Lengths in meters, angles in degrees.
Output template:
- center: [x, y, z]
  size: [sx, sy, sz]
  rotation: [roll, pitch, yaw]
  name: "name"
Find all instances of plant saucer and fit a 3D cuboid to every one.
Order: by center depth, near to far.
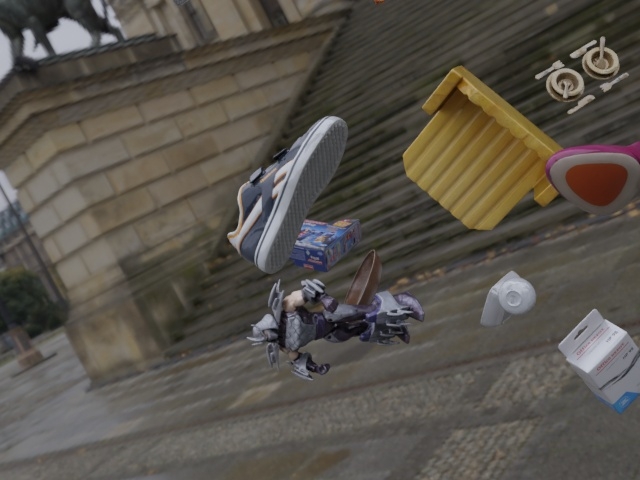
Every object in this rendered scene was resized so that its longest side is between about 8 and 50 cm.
- center: [0.097, 0.118, 1.774]
  size: [0.198, 0.036, 0.198]
  rotation: [-157, 90, -85]
  name: "plant saucer"

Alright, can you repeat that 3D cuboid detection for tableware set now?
- center: [0.612, -0.391, 1.796]
  size: [0.194, 0.128, 0.039]
  rotation: [-32, -19, -11]
  name: "tableware set"

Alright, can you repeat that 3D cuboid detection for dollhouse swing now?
- center: [0.353, -0.175, 1.791]
  size: [0.305, 0.347, 0.315]
  rotation: [-50, -2, 21]
  name: "dollhouse swing"

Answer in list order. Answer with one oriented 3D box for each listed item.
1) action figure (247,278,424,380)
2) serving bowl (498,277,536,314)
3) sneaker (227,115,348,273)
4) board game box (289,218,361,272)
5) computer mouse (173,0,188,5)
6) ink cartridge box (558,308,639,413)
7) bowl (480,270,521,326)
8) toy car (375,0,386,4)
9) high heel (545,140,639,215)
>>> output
- center: [0.017, 0.138, 1.275]
  size: [0.285, 0.185, 0.099]
  rotation: [-5, 40, -19]
  name: "action figure"
- center: [0.423, 0.123, 1.680]
  size: [0.083, 0.083, 0.027]
  rotation: [-25, -5, 33]
  name: "serving bowl"
- center: [-0.072, -0.106, 1.469]
  size: [0.321, 0.128, 0.126]
  rotation: [-61, -28, 0]
  name: "sneaker"
- center: [0.000, 0.000, 1.878]
  size: [0.194, 0.060, 0.194]
  rotation: [12, 28, 40]
  name: "board game box"
- center: [-0.269, -0.587, 1.621]
  size: [0.042, 0.192, 0.106]
  rotation: [13, 5, 26]
  name: "computer mouse"
- center: [0.519, 0.219, 1.400]
  size: [0.104, 0.180, 0.060]
  rotation: [-46, 30, -2]
  name: "ink cartridge box"
- center: [0.504, 0.169, 2.125]
  size: [0.142, 0.053, 0.142]
  rotation: [-30, -40, -41]
  name: "bowl"
- center: [0.126, -0.495, 1.547]
  size: [0.060, 0.040, 0.122]
  rotation: [7, 11, -10]
  name: "toy car"
- center: [0.519, -0.136, 1.396]
  size: [0.377, 0.181, 0.127]
  rotation: [11, -56, -30]
  name: "high heel"
